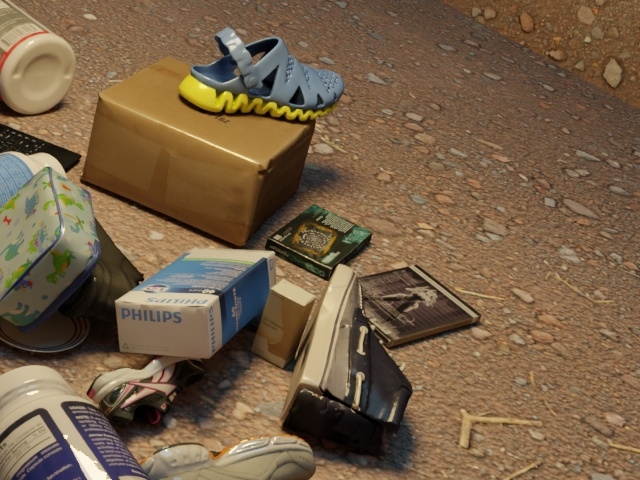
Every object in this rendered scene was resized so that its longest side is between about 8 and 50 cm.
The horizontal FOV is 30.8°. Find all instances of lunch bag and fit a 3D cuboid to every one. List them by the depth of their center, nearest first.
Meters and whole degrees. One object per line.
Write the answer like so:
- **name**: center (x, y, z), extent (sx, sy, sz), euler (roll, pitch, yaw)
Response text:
- **lunch bag**: center (-0.391, 0.011, 1.600), extent (0.090, 0.176, 0.219), euler (39, 12, -34)

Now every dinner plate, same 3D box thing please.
- **dinner plate**: center (-0.391, 0.115, 1.608), extent (0.141, 0.017, 0.141), euler (13, 28, -7)

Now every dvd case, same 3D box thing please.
- **dvd case**: center (0.137, 0.105, 1.927), extent (0.221, 0.018, 0.164), euler (-11, 39, -41)

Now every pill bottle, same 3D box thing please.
- **pill bottle**: center (-0.278, 0.263, 1.267), extent (0.153, 0.153, 0.265), euler (-7, 37, -38)
- **pill bottle**: center (-0.492, -0.066, 1.760), extent (0.124, 0.124, 0.221), euler (31, 31, 22)
- **pill bottle**: center (-0.606, -0.369, 2.194), extent (0.283, 0.161, 0.161), euler (36, 33, 31)

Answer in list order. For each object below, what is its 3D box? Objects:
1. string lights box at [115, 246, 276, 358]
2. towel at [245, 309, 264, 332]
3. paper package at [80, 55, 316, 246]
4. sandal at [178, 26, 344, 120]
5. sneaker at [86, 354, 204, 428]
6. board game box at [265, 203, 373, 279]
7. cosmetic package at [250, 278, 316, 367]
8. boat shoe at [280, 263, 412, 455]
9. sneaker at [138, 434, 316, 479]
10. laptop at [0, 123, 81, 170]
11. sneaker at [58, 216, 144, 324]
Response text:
- **string lights box**: center (-0.167, 0.080, 1.621), extent (0.133, 0.076, 0.260), euler (3, 16, 18)
- **towel**: center (-0.108, 0.107, 1.771), extent (0.120, 0.029, 0.067), euler (21, 28, 6)
- **paper package**: center (-0.207, -0.165, 2.053), extent (0.325, 0.168, 0.309), euler (22, 27, 10)
- **sandal**: center (-0.087, -0.293, 2.039), extent (0.317, 0.138, 0.126), euler (-1, 31, -37)
- **sneaker**: center (-0.219, 0.203, 1.518), extent (0.178, 0.072, 0.077), euler (-14, 64, -45)
- **board game box**: center (0.000, 0.000, 2.026), extent (0.126, 0.026, 0.186), euler (26, 29, 15)
- **cosmetic package**: center (-0.054, 0.121, 1.686), extent (0.060, 0.115, 0.041), euler (26, 29, 16)
- **boat shoe**: center (0.053, 0.173, 1.672), extent (0.158, 0.127, 0.340), euler (23, 36, -4)
- **sneaker**: center (-0.103, 0.306, 1.382), extent (0.262, 0.099, 0.121), euler (2, 59, -43)
- **laptop**: center (-0.558, -0.198, 1.945), extent (0.264, 0.136, 0.234), euler (21, 29, 7)
- **sneaker**: center (-0.328, 0.045, 1.699), extent (0.130, 0.109, 0.286), euler (25, 19, -31)
